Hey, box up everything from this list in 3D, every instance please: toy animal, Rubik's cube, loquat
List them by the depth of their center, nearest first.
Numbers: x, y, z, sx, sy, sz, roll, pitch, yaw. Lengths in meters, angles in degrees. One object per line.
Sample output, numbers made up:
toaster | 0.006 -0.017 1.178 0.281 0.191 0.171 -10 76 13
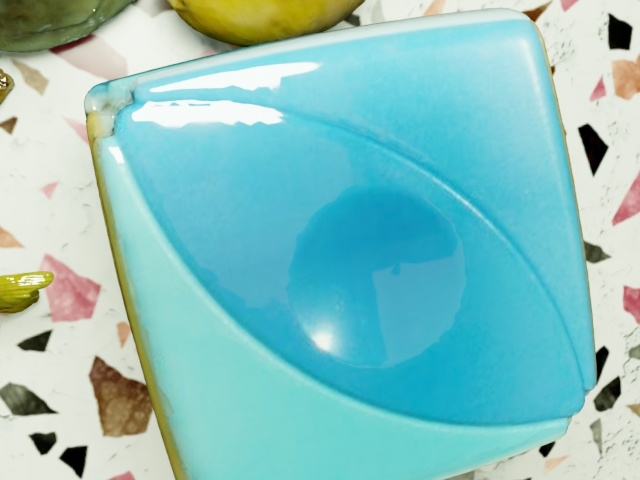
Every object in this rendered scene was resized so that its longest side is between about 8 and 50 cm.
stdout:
Rubik's cube | 0.000 0.000 0.716 0.351 0.347 0.352 -16 102 -11
loquat | -0.042 -0.273 0.749 0.234 0.187 0.176 -25 134 -16
toy animal | -0.360 0.059 0.777 0.155 0.095 0.219 27 123 -16

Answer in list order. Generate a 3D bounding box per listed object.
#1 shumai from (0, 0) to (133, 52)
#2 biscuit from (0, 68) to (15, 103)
shumai | -0.265 -0.345 0.610 0.324 0.323 0.398 -2 104 -12
biscuit | -0.418 -0.105 0.767 0.131 0.026 0.237 41 87 -14
